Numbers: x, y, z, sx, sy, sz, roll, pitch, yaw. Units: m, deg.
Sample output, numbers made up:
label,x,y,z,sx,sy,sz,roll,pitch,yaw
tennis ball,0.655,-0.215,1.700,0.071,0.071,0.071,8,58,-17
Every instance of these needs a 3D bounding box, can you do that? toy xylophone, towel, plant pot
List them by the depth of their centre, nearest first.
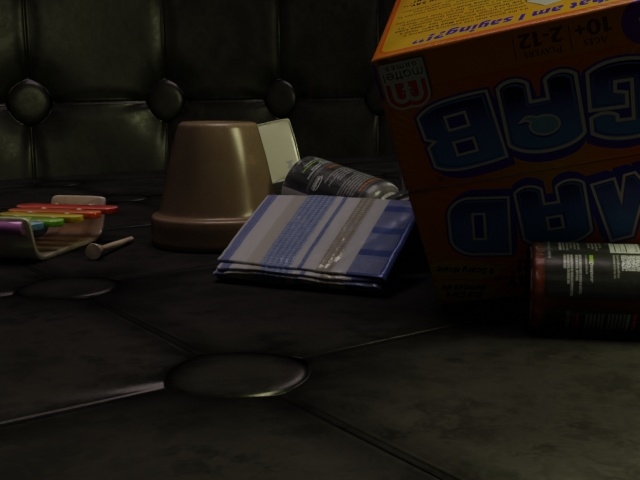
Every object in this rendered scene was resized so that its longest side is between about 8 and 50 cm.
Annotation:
label,x,y,z,sx,sy,sz,roll,pitch,yaw
towel,0.000,0.000,1.339,0.285,0.034,0.209,4,39,25
toy xylophone,-0.477,-0.023,1.609,0.236,0.081,0.323,0,10,3
plant pot,-0.188,-0.109,1.665,0.263,0.229,0.263,1,9,0

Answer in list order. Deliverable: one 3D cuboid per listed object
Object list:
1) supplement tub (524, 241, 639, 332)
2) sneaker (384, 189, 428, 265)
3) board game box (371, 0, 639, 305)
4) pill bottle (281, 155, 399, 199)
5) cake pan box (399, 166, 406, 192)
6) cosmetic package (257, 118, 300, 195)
label,x,y,z,sx,sy,sz,roll,pitch,yaw
supplement tub,0.341,0.055,1.031,0.197,0.106,0.106,2,10,11
sneaker,0.233,-0.019,1.416,0.340,0.125,0.139,-6,14,-20
board game box,0.305,-0.177,1.172,0.356,0.356,0.356,-9,29,19
pill bottle,0.057,-0.062,1.596,0.245,0.130,0.130,22,21,36
cake pan box,0.330,-0.248,2.338,0.245,0.267,0.070,-4,12,-6
cosmetic package,-0.120,-0.158,1.941,0.153,0.129,0.296,-13,-6,-4
